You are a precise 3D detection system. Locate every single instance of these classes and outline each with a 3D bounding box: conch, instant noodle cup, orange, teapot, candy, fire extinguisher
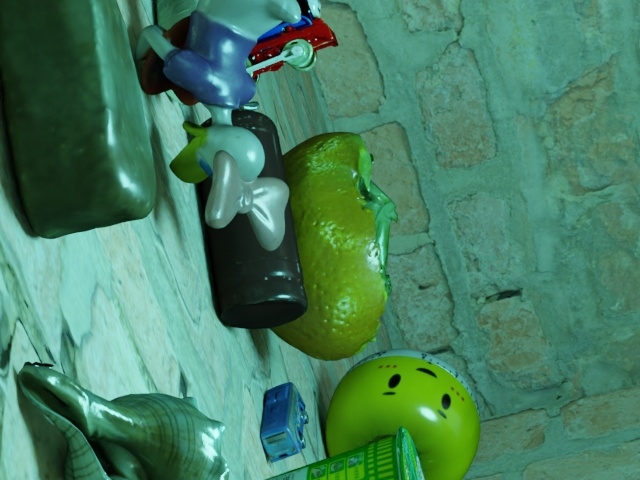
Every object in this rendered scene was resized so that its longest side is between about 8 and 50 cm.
[{"bbox_3d":[-0.153,0.185,1.332,0.234,0.114,0.137,8,53,-45],"label":"conch"},{"bbox_3d":[-0.004,0.315,1.727,0.207,0.232,0.207,-12,90,-83],"label":"instant noodle cup"},{"bbox_3d":[-0.009,-0.001,2.315,0.334,0.196,0.262,-90,-156,-43],"label":"orange"},{"bbox_3d":[-0.175,-0.282,2.125,0.107,0.077,0.200,48,28,-50],"label":"teapot"},{"bbox_3d":[-0.208,-0.123,1.389,0.102,0.104,0.234,58,20,-73],"label":"candy"},{"bbox_3d":[-0.105,-0.061,2.159,0.135,0.114,0.337,7,62,-36],"label":"fire extinguisher"}]

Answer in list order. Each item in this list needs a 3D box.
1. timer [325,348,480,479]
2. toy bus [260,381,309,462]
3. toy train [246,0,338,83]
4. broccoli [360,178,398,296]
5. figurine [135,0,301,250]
[{"bbox_3d":[0.127,0.335,2.757,0.285,0.285,0.285,-13,90,-83],"label":"timer"},{"bbox_3d":[-0.050,0.246,2.272,0.153,0.051,0.061,-85,156,-68],"label":"toy bus"},{"bbox_3d":[-0.088,-0.282,2.301,0.083,0.204,0.131,9,64,-83],"label":"toy train"},{"bbox_3d":[0.014,0.004,2.590,0.269,0.241,0.261,49,13,28],"label":"broccoli"},{"bbox_3d":[-0.105,-0.204,1.949,0.154,0.193,0.421,20,73,-54],"label":"figurine"}]
